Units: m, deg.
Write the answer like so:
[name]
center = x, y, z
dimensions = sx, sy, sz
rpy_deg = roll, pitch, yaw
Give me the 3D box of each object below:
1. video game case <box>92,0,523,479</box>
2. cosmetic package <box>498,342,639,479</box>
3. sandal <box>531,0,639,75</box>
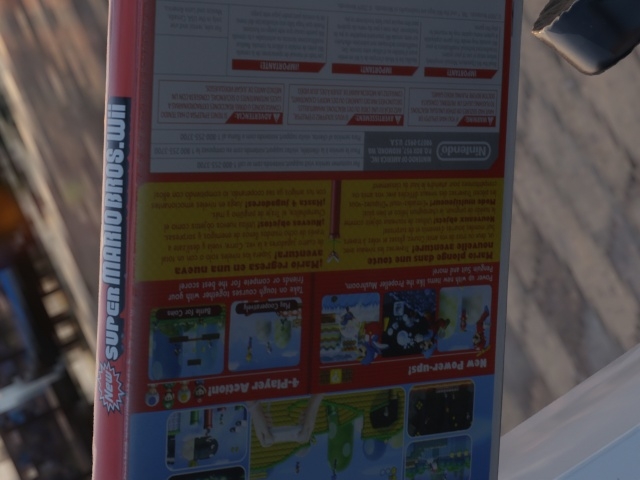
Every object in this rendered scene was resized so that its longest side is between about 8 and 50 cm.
[video game case]
center = 0.000, 0.000, 0.774
dimensions = 0.025, 0.204, 0.285
rpy_deg = 8, 97, 48
[cosmetic package]
center = 0.192, 0.167, 1.156
dimensions = 0.156, 0.385, 0.217
rpy_deg = 51, -154, -1
[sandal]
center = 0.248, -0.276, 0.958
dimensions = 0.107, 0.446, 0.167
rpy_deg = 41, -173, -5
